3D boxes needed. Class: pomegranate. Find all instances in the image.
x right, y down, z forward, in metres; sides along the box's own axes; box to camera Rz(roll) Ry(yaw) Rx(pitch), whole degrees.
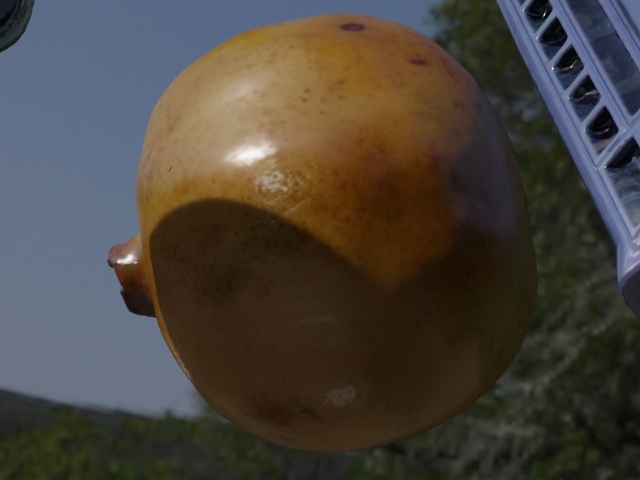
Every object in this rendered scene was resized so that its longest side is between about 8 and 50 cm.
[{"bbox_3d":[0.000,0.000,1.652,0.416,0.417,0.416,12,-10,2],"label":"pomegranate"}]

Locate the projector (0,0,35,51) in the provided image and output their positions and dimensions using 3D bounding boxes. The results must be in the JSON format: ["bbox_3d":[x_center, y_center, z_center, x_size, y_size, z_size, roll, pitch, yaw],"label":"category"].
[{"bbox_3d":[-0.377,-0.228,1.253,0.249,0.248,0.248,-9,-2,40],"label":"projector"}]

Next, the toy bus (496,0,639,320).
[{"bbox_3d":[0.155,-0.044,0.630,0.125,0.133,0.292,33,23,-29],"label":"toy bus"}]
